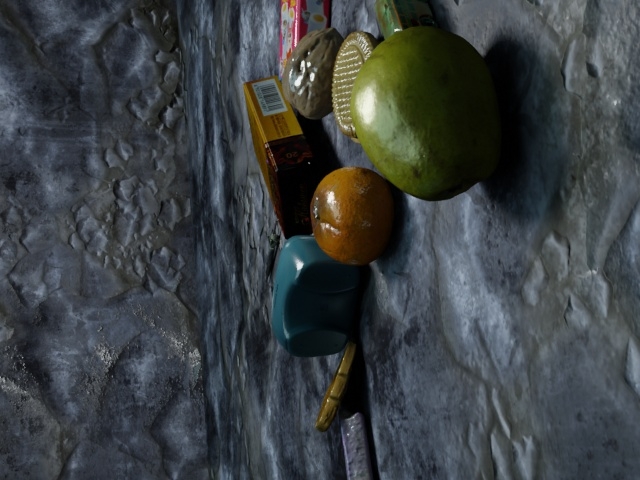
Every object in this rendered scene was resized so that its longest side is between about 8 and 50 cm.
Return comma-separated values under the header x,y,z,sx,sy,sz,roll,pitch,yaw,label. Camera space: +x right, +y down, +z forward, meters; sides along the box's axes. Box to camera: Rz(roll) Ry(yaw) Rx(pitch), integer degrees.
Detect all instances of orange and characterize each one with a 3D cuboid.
x,y,z,sx,sy,sz,roll,pitch,yaw,label
0.068,-0.053,1.796,0.224,0.170,0.223,180,90,-72,orange

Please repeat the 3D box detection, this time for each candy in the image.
x,y,z,sx,sy,sz,roll,pitch,yaw,label
-0.043,-0.584,2.193,0.157,0.100,0.305,-159,69,-70,candy

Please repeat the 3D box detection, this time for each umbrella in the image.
x,y,z,sx,sy,sz,roll,pitch,yaw,label
-0.163,0.031,2.618,0.044,0.044,0.269,-66,-5,-52,umbrella

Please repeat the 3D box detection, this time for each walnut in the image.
x,y,z,sx,sy,sz,roll,pitch,yaw,label
-0.008,-0.422,2.015,0.230,0.178,0.178,-68,28,23,walnut

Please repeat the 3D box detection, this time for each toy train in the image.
x,y,z,sx,sy,sz,roll,pitch,yaw,label
0.170,-0.441,1.609,0.072,0.099,0.188,117,146,-52,toy train

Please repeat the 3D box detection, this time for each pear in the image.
x,y,z,sx,sy,sz,roll,pitch,yaw,label
0.184,-0.213,1.384,0.307,0.253,0.253,68,153,21,pear

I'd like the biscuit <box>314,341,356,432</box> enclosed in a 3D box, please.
x,y,z,sx,sy,sz,roll,pitch,yaw,label
0.044,0.360,1.977,0.212,0.041,0.238,-49,-18,-80,biscuit

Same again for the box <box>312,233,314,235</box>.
x,y,z,sx,sy,sz,roll,pitch,yaw,label
0.000,0.000,2.155,0.207,0.050,0.041,112,149,-47,box

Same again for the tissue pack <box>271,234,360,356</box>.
x,y,z,sx,sy,sz,roll,pitch,yaw,label
-0.017,0.126,1.990,0.206,0.198,0.287,-119,33,-60,tissue pack

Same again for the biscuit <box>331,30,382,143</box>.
x,y,z,sx,sy,sz,roll,pitch,yaw,label
0.095,-0.346,1.847,0.259,0.079,0.259,179,90,-68,biscuit

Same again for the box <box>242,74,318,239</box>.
x,y,z,sx,sy,sz,roll,pitch,yaw,label
-0.106,-0.232,2.241,0.264,0.116,0.415,85,167,-45,box

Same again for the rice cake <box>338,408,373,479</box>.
x,y,z,sx,sy,sz,roll,pitch,yaw,label
0.098,0.584,1.875,0.070,0.064,0.398,80,-179,-71,rice cake
